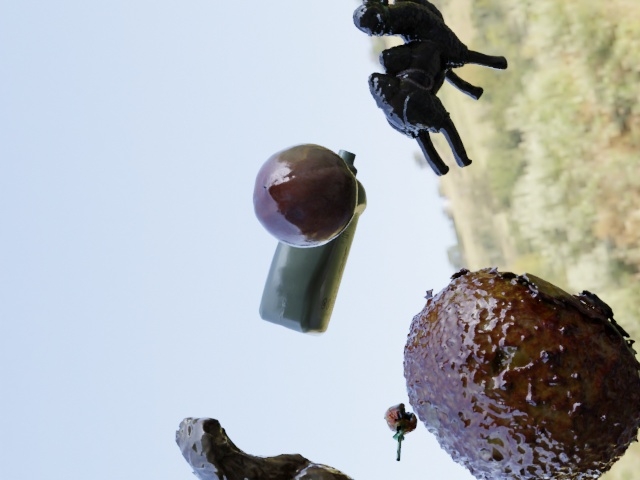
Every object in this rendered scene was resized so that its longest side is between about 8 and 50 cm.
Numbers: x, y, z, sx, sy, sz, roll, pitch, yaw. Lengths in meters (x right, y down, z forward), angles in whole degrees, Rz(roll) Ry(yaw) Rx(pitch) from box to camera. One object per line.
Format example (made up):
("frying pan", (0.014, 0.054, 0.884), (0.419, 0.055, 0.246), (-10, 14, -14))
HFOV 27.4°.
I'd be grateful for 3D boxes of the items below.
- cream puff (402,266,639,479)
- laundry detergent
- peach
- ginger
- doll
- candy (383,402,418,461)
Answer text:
("cream puff", (0.247, 0.194, 1.654), (0.229, 0.350, 0.350), (-59, -34, -20))
("laundry detergent", (0.000, 0.000, 1.789), (0.181, 0.091, 0.253), (27, -100, -74))
("peach", (-0.013, -0.034, 1.006), (0.083, 0.083, 0.083), (-12, -90, -74))
("ginger", (-0.032, 0.270, 1.407), (0.084, 0.290, 0.122), (-65, 19, -4))
("doll", (0.093, -0.161, 1.242), (0.165, 0.057, 0.139), (34, -113, -18))
("candy", (0.123, 0.303, 2.036), (0.185, 0.055, 0.049), (-72, 0, -74))
